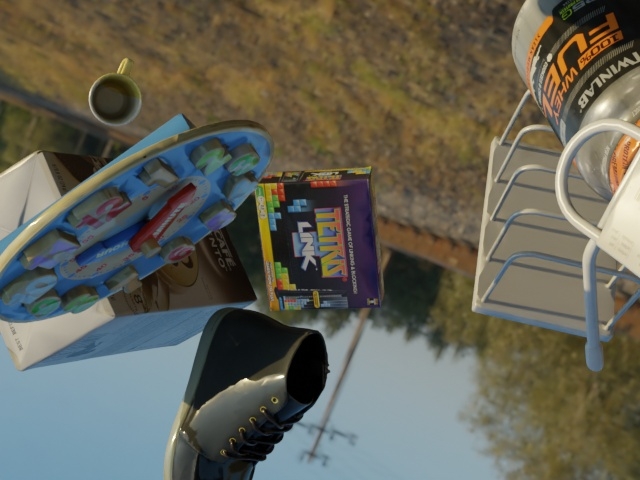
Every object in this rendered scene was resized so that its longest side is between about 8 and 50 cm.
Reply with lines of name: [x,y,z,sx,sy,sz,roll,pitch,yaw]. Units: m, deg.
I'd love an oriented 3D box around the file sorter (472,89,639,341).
file sorter: [0.331,-0.040,1.636,0.193,0.278,0.173,13,152,-3]

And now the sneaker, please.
sneaker: [-0.067,0.175,1.099,0.118,0.222,0.083,8,178,43]

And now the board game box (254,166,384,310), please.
board game box: [0.000,0.000,1.491,0.141,0.170,0.048,-2,-158,11]

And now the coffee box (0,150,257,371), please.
coffee box: [-0.199,0.017,1.199,0.168,0.119,0.297,64,-161,9]

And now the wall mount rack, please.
wall mount rack: [0.348,0.047,1.106,0.130,0.304,0.350,7,-155,-39]

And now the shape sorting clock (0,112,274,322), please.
shape sorting clock: [-0.116,-0.007,0.772,0.040,0.206,0.206,56,-170,17]

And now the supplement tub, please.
supplement tub: [0.349,-0.167,1.374,0.193,0.193,0.316,24,-151,-29]

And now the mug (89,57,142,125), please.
mug: [-0.244,-0.173,1.468,0.062,0.078,0.064,55,169,-14]
